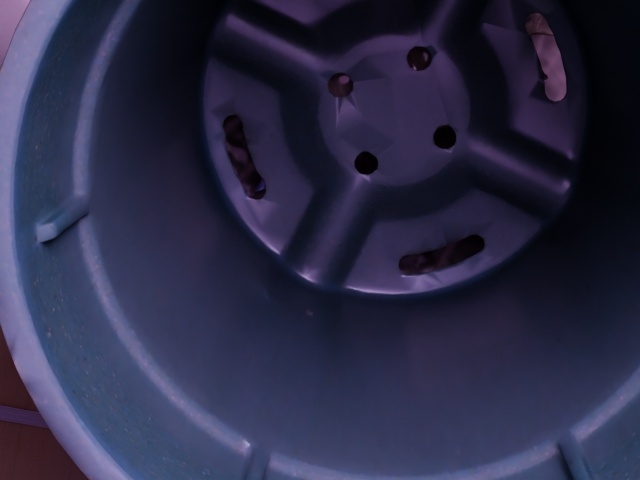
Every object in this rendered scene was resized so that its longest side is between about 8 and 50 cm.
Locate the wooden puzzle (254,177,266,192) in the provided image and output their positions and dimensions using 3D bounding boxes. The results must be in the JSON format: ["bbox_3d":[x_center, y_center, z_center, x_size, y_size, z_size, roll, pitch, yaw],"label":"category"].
[{"bbox_3d":[0.000,0.000,0.958,0.116,0.014,0.079,35,82,-4],"label":"wooden puzzle"}]

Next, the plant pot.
[{"bbox_3d":[0.038,-0.042,0.736,0.341,0.334,0.341,0,103,2],"label":"plant pot"}]

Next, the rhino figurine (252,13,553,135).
[{"bbox_3d":[0.055,-0.122,0.941,0.243,0.073,0.106,-10,84,-4],"label":"rhino figurine"}]

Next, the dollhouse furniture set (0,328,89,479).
[{"bbox_3d":[-0.076,0.141,0.893,0.374,0.152,0.201,13,84,-24],"label":"dollhouse furniture set"}]

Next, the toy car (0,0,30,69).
[{"bbox_3d":[-0.186,-0.172,0.884,0.219,0.210,0.238,-26,119,-22],"label":"toy car"}]
